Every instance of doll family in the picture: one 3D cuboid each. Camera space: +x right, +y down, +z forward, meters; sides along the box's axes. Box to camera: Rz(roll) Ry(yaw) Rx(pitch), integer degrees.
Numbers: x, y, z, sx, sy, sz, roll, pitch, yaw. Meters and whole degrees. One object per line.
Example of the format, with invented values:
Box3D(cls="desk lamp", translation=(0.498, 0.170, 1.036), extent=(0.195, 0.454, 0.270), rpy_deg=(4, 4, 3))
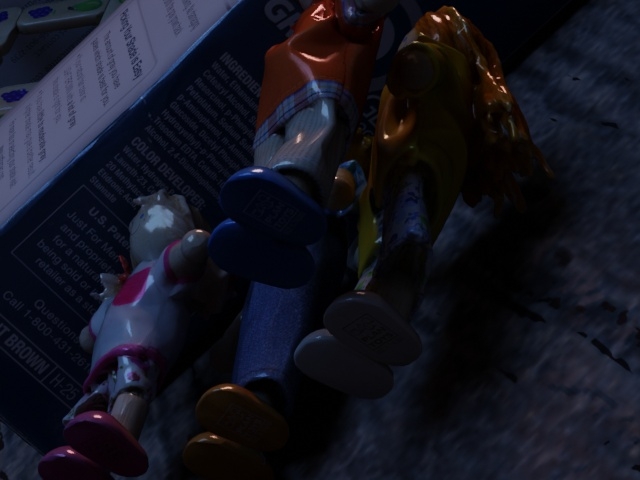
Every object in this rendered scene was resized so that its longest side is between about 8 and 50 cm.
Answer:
Box3D(cls="doll family", translation=(0.000, 0.000, 0.705), extent=(0.263, 0.118, 0.163), rpy_deg=(-50, 17, 47))

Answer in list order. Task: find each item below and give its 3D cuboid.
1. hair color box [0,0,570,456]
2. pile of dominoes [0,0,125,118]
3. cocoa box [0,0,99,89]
Box3D(cls="hair color box", translation=(-0.032, -0.074, 0.873), extent=(0.347, 0.105, 0.174), rpy_deg=(-43, 21, 8))
Box3D(cls="pile of dominoes", translation=(-0.136, -0.100, 1.087), extent=(0.196, 0.040, 0.251), rpy_deg=(-8, 31, 11))
Box3D(cls="cocoa box", translation=(-0.165, -0.255, 1.290), extent=(0.347, 0.231, 0.228), rpy_deg=(-38, 22, 18))
